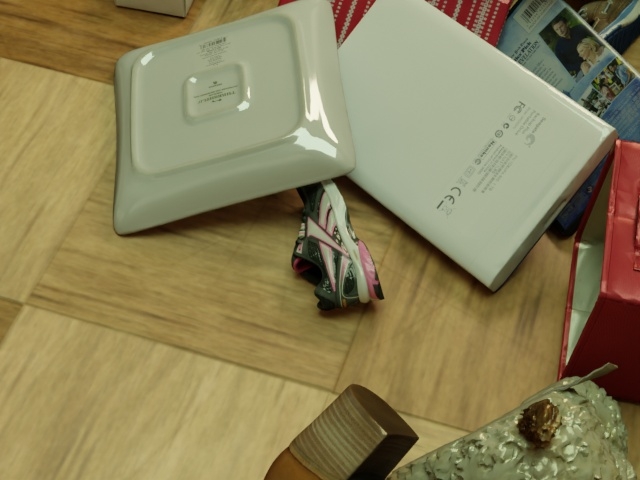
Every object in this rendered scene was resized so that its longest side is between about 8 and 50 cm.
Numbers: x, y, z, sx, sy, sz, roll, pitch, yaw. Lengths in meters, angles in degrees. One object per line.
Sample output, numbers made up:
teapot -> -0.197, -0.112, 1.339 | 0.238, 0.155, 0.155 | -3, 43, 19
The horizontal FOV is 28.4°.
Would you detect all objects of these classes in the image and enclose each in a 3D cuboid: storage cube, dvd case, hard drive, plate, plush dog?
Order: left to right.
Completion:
plate -> -0.111, -0.155, 1.415 | 0.277, 0.045, 0.278 | -15, 51, 10
hard drive -> 0.135, -0.120, 1.387 | 0.318, 0.040, 0.210 | 40, 93, 27
dvd case -> 0.261, -0.152, 1.417 | 0.022, 0.180, 0.253 | 13, 34, -49
plush dog -> 0.208, 0.249, 1.070 | 0.262, 0.210, 0.225 | -25, 82, -19
storage cube -> 0.348, 0.041, 1.215 | 0.193, 0.215, 0.184 | 11, 58, 5

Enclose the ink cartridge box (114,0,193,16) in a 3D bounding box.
ink cartridge box -> -0.201, -0.356, 1.628 | 0.099, 0.056, 0.135 | 12, 50, 8

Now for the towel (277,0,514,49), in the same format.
towel -> 0.068, -0.237, 1.489 | 0.274, 0.031, 0.199 | 20, 90, 14

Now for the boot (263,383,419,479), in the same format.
boot -> 0.034, 0.280, 1.002 | 0.220, 0.109, 0.283 | -53, 56, 13

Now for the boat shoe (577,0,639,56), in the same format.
boat shoe -> 0.351, -0.261, 1.572 | 0.066, 0.066, 0.183 | 27, 44, 25

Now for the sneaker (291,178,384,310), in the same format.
sneaker -> 0.000, 0.000, 1.331 | 0.077, 0.072, 0.178 | -21, 47, -5
